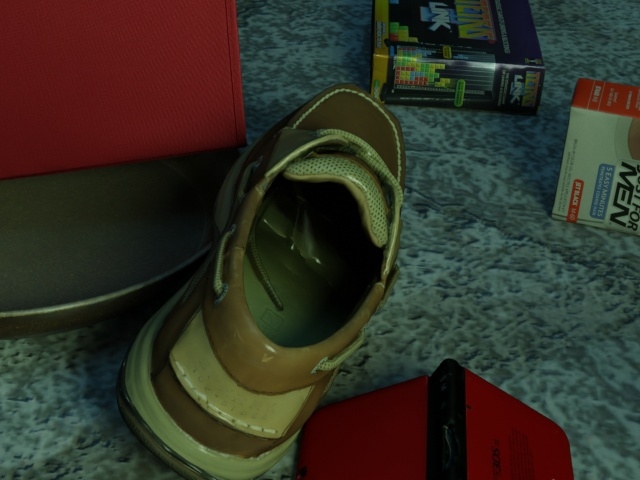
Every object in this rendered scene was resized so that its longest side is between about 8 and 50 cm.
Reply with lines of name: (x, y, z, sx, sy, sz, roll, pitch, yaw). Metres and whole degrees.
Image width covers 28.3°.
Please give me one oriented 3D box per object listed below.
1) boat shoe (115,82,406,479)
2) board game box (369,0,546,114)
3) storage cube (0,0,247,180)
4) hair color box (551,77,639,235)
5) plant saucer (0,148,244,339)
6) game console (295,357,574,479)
boat shoe: (0.000, 0.000, 0.719, 0.122, 0.120, 0.324, 34, 38, -9)
board game box: (0.113, -0.171, 1.092, 0.141, 0.048, 0.170, 3, 33, 1)
storage cube: (-0.161, -0.171, 0.834, 0.193, 0.215, 0.183, -9, 35, -8)
hair color box: (0.251, -0.049, 0.874, 0.167, 0.093, 0.053, 11, 34, 12)
plant saucer: (-0.202, -0.025, 0.834, 0.311, 0.050, 0.310, 3, 33, -2)
game console: (0.059, 0.137, 0.640, 0.124, 0.085, 0.144, 32, 30, -14)
